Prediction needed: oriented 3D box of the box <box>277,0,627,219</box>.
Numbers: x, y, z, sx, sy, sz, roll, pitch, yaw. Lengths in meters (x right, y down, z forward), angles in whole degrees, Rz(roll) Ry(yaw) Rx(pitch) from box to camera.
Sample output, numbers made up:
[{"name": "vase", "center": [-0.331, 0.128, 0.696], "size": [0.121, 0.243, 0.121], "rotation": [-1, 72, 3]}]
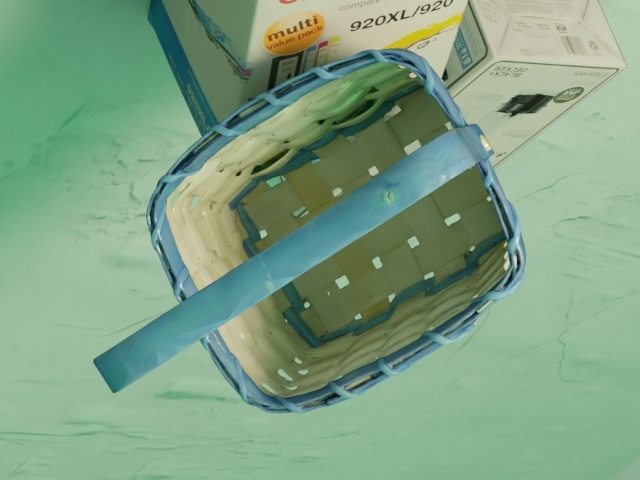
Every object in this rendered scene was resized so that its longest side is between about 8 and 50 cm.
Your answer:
[{"name": "box", "center": [0.103, -0.115, 1.399], "size": [0.169, 0.087, 0.290], "rotation": [-2, 154, -39]}]

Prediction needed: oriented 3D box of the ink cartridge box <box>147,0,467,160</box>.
[{"name": "ink cartridge box", "center": [-0.009, -0.187, 1.123], "size": [0.171, 0.168, 0.233], "rotation": [-16, 152, -18]}]

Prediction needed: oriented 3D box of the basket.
[{"name": "basket", "center": [0.000, 0.000, 1.025], "size": [0.255, 0.201, 0.289], "rotation": [-31, -176, 14]}]
